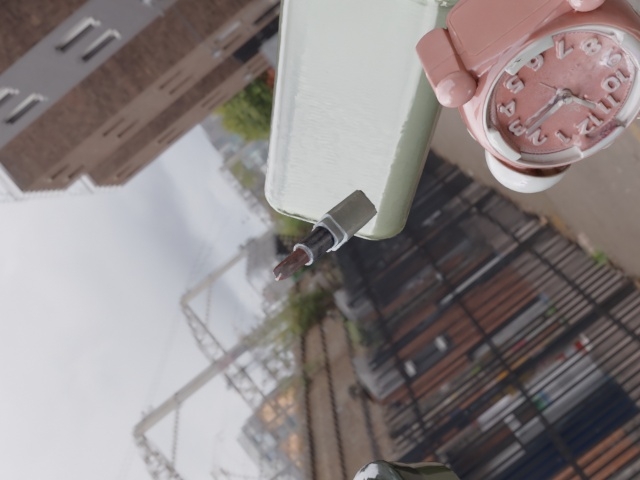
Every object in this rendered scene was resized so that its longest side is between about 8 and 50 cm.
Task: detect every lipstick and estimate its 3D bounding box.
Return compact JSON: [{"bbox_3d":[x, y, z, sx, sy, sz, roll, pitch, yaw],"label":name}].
[{"bbox_3d":[0.000,0.000,0.791,0.025,0.107,0.025,48,141,3],"label":"lipstick"}]

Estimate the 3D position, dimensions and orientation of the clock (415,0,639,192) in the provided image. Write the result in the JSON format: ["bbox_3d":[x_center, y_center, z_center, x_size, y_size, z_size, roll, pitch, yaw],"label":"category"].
[{"bbox_3d":[0.172,-0.125,0.792,0.162,0.166,0.093,40,-157,-36],"label":"clock"}]

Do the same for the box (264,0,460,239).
[{"bbox_3d":[0.072,-0.236,1.066,0.177,0.352,0.344,16,138,6],"label":"box"}]

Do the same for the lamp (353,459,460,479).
[{"bbox_3d":[0.051,0.253,0.363,0.047,0.269,0.266,2,-155,-26],"label":"lamp"}]
